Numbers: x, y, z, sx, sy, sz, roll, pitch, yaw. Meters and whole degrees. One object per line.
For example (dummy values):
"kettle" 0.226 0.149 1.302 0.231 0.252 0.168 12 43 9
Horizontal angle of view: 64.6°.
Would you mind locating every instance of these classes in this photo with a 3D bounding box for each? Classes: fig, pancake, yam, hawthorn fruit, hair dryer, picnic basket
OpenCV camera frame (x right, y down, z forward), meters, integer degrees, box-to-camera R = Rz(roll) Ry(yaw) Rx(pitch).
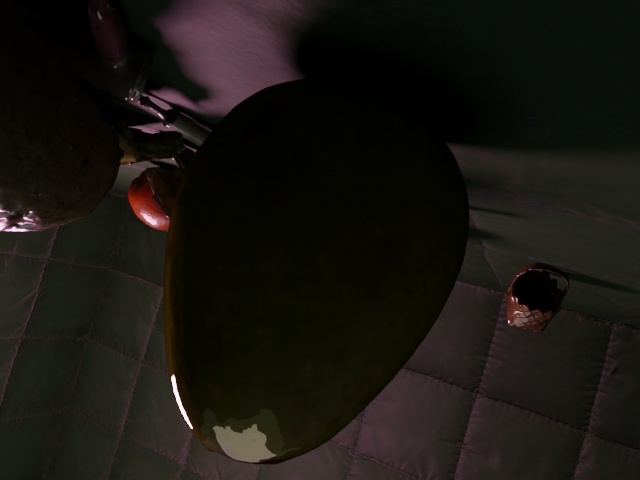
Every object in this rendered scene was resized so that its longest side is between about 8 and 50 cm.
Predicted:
"fig" -0.012 0.023 0.440 0.258 0.326 0.258 18 157 8
"pancake" -0.382 -0.143 0.642 0.427 0.066 0.305 15 -155 37
"pancake" -0.200 -0.075 0.862 0.286 0.033 0.288 54 -167 10
"yam" -0.275 -0.114 0.355 0.168 0.168 0.304 15 163 7
"hawthorn fruit" -0.419 -0.117 1.348 0.173 0.172 0.173 16 176 1
"hair dryer" -0.180 -0.153 0.726 0.100 0.057 0.198 12 166 42
"hair dryer" -0.189 -0.178 0.426 0.106 0.054 0.154 23 164 -24
"picnic basket" 0.519 0.119 1.218 0.128 0.137 0.178 8 136 10

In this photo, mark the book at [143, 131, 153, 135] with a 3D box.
"book" -0.438 -0.154 0.800 0.295 0.020 0.208 -15 -158 -34
